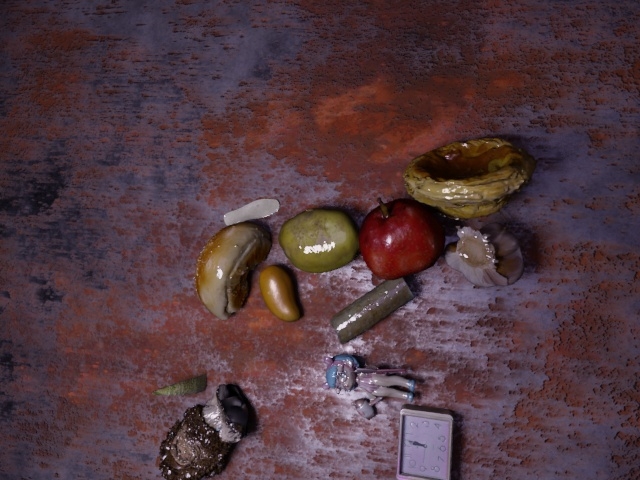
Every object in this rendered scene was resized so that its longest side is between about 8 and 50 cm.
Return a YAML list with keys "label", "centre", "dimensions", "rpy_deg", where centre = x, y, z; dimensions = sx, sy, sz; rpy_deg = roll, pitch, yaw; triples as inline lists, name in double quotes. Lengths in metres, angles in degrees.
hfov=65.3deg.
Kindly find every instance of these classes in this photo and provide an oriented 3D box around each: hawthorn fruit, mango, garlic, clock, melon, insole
- label: "hawthorn fruit"
  centre: [0.203, -0.017, 1.318]
  dimensions: [0.231, 0.266, 0.210]
  rpy_deg: [-6, 56, 23]
- label: "mango"
  centre: [-0.122, 0.162, 1.502]
  dimensions: [0.102, 0.085, 0.183]
  rpy_deg: [-24, 87, 6]
- label: "garlic"
  centre: [0.435, -0.008, 1.321]
  dimensions: [0.207, 0.207, 0.256]
  rpy_deg: [6, 80, 15]
- label: "clock"
  centre: [0.280, 0.552, 1.348]
  dimensions: [0.147, 0.071, 0.191]
  rpy_deg: [4, 84, 15]
- label: "melon"
  centre: [-0.418, 0.437, 1.491]
  dimensions: [0.098, 0.182, 0.054]
  rpy_deg: [-9, 80, 9]
- label: "insole"
  centre: [-0.220, -0.092, 1.597]
  dimensions: [0.192, 0.010, 0.063]
  rpy_deg: [-17, 79, 11]

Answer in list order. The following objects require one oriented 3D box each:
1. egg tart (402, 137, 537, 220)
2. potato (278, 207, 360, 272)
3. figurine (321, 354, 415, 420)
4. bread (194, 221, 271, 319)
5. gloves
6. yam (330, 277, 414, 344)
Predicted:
- label: "egg tart"
  centre: [0.392, -0.156, 1.321]
  dimensions: [0.353, 0.351, 0.149]
  rpy_deg: [-5, 119, 14]
- label: "potato"
  centre: [0.000, -0.002, 1.456]
  dimensions: [0.229, 0.148, 0.197]
  rpy_deg: [-28, 90, 11]
- label: "figurine"
  centre: [0.134, 0.406, 1.404]
  dimensions: [0.261, 0.102, 0.205]
  rpy_deg: [8, 121, 14]
- label: "bread"
  centre: [-0.286, 0.080, 1.496]
  dimensions: [0.171, 0.192, 0.313]
  rpy_deg: [24, 89, 15]
- label: "gloves"
  centre: [-0.340, 0.585, 1.472]
  dimensions: [0.312, 0.135, 0.210]
  rpy_deg: [-39, 75, 7]
- label: "yam"
  centre: [0.143, 0.193, 1.423]
  dimensions: [0.259, 0.093, 0.093]
  rpy_deg: [-36, 75, 7]
